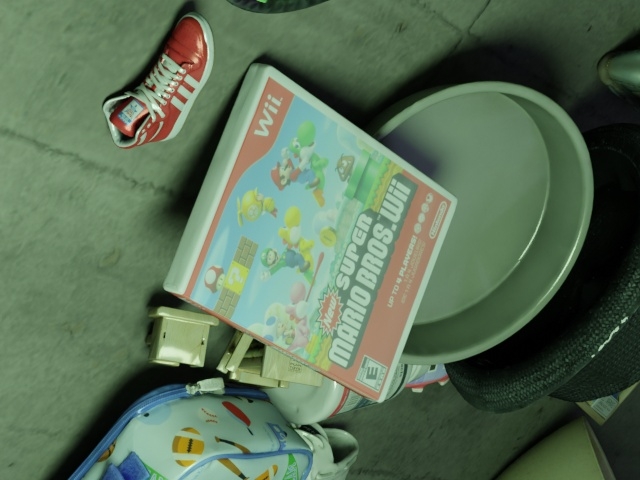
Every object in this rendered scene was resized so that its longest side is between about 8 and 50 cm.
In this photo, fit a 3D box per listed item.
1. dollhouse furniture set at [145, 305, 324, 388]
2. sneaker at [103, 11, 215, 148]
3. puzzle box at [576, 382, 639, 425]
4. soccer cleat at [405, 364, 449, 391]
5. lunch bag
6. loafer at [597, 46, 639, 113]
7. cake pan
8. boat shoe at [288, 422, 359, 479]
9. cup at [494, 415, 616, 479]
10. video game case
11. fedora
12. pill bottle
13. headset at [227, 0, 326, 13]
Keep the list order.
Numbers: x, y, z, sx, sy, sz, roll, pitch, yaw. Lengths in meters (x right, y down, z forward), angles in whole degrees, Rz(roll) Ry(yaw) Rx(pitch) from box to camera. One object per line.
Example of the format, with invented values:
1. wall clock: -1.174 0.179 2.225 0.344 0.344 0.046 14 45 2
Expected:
1. dollhouse furniture set: -0.093 0.073 1.776 0.182 0.161 0.101 166 -66 -70
2. sneaker: -0.124 -0.118 1.475 0.067 0.042 0.118 -23 146 -46
3. puzzle box: 0.389 0.082 2.494 0.272 0.052 0.409 -50 153 0
4. soccer cleat: 0.148 0.084 2.121 0.248 0.083 0.095 -25 127 -38
5. lunch bag: -0.160 0.252 1.803 0.303 0.115 0.243 -49 153 19
6. loafer: 0.379 -0.172 2.143 0.267 0.084 0.096 19 78 -65
7. cake pan: 0.122 -0.022 1.837 0.293 0.054 0.293 -12 120 -22
8. boat shoe: -0.031 0.224 2.024 0.084 0.095 0.258 -57 163 6
9. cup: 0.310 0.433 2.598 0.237 0.331 0.331 -24 154 7
10. video game case: 0.000 0.000 1.662 0.285 0.025 0.204 32 75 -45
11. fedora: 0.279 0.049 1.992 0.152 0.334 0.334 32 100 -30
12. pill bottle: 0.029 0.117 1.938 0.180 0.108 0.108 -10 134 -51
13. headset: 0.080 -0.298 1.389 0.394 0.185 0.243 -44 156 15
